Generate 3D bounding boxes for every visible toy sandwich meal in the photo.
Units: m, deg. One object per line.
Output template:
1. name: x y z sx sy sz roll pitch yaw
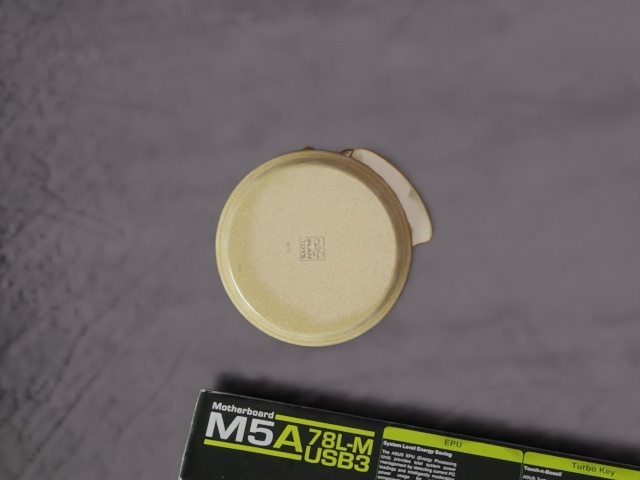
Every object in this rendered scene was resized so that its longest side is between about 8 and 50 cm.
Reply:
1. toy sandwich meal: 0.000 0.000 0.690 0.085 0.029 0.086 1 96 6

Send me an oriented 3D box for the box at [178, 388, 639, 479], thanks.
1. box: 0.028 0.157 0.639 0.190 0.045 0.184 9 55 3
